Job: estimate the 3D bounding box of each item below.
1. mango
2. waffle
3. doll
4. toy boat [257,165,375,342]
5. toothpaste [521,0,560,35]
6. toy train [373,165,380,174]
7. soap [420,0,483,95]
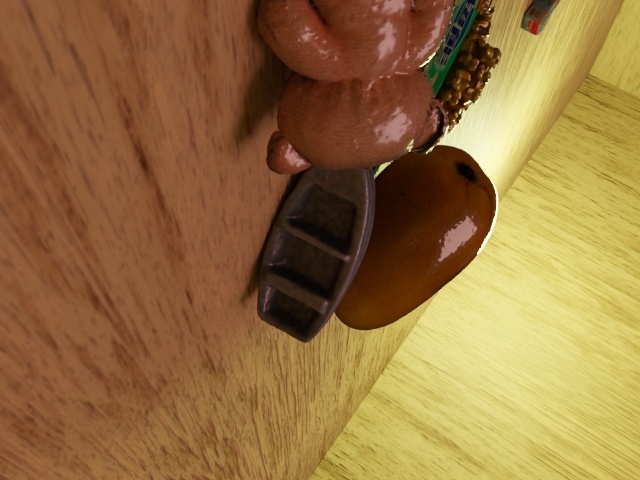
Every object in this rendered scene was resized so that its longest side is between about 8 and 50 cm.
[{"bbox_3d":[0.148,0.005,1.234,0.378,0.221,0.264,-54,168,17],"label":"mango"},{"bbox_3d":[0.206,-0.260,1.046,0.197,0.070,0.193,131,-22,-61],"label":"waffle"},{"bbox_3d":[0.030,-0.217,0.689,0.201,0.156,0.303,-9,121,-14],"label":"doll"},{"bbox_3d":[0.000,0.000,0.942,0.078,0.127,0.282,-29,144,-61],"label":"toy boat"},{"bbox_3d":[0.535,-0.565,1.634,0.193,0.044,0.070,-54,165,-12],"label":"toothpaste"},{"bbox_3d":[0.043,-0.086,1.059,0.209,0.044,0.042,-58,164,-3],"label":"toy train"},{"bbox_3d":[0.121,-0.253,0.899,0.273,0.098,0.218,-65,169,27],"label":"soap"}]
